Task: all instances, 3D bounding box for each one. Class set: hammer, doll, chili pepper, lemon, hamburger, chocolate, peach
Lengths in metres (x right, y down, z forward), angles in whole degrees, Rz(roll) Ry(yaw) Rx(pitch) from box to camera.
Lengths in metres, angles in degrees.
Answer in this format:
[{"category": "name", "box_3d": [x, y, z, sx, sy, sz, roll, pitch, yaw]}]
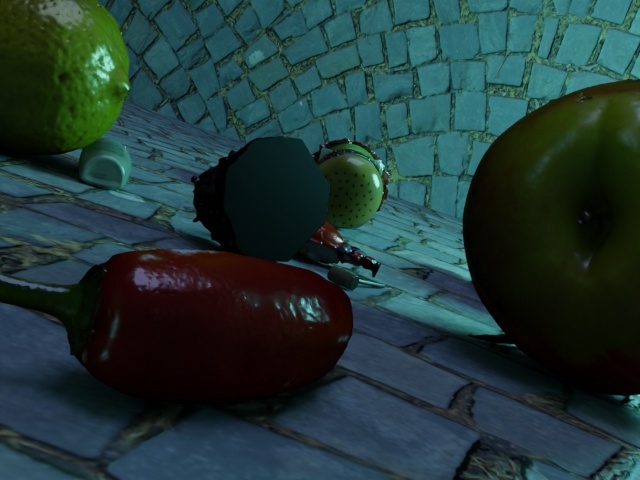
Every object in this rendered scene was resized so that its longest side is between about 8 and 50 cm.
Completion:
[{"category": "hammer", "box_3d": [0.052, 0.050, 1.052, 0.035, 0.019, 0.110, 24, 7, 33]}, {"category": "doll", "box_3d": [0.000, 0.000, 1.123, 0.169, 0.057, 0.109, 19, 6, 9]}, {"category": "chili pepper", "box_3d": [-0.058, 0.058, 0.552, 0.137, 0.091, 0.368, 1, -9, 29]}, {"category": "lemon", "box_3d": [-0.393, -0.239, 1.173, 0.267, 0.267, 0.267, 18, 8, -3]}, {"category": "hamburger", "box_3d": [0.046, -0.096, 1.579, 0.175, 0.175, 0.137, 18, 21, -5]}, {"category": "chocolate", "box_3d": [-0.093, -0.052, 1.007, 0.156, 0.156, 0.133, 12, -2, -41]}, {"category": "peach", "box_3d": [0.338, -0.004, 0.929, 0.370, 0.370, 0.370, 18, 8, -3]}]

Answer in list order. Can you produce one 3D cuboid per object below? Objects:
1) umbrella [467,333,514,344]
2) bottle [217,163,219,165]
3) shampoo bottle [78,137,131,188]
[{"category": "umbrella", "box_3d": [0.227, 0.118, 0.998, 0.149, 0.022, 0.022, 3, 20, -31]}, {"category": "bottle", "box_3d": [-0.171, -0.124, 1.610, 0.060, 0.060, 0.217, 18, 9, -5]}, {"category": "shampoo bottle", "box_3d": [-0.308, -0.114, 1.226, 0.072, 0.049, 0.212, 9, 11, -13]}]
